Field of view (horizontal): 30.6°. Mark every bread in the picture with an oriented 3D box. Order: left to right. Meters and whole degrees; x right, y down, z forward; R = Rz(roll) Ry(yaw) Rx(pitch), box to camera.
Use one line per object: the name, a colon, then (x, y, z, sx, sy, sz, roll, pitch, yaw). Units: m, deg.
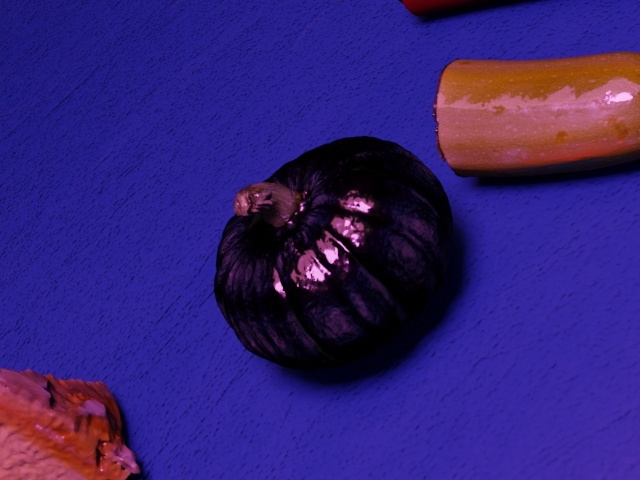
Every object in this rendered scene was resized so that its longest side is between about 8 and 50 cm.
bread: (-0.243, 0.163, 0.924, 0.147, 0.152, 0.127, -45, 40, 8)

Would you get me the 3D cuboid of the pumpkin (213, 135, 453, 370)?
pumpkin: (0.008, 0.008, 0.875, 0.194, 0.150, 0.194, -17, 16, 5)

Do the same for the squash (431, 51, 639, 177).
squash: (0.187, -0.091, 0.864, 0.188, 0.095, 0.095, 2, 57, 33)

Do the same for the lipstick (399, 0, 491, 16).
lipstick: (0.179, -0.249, 1.009, 0.241, 0.080, 0.080, -2, 54, 35)
